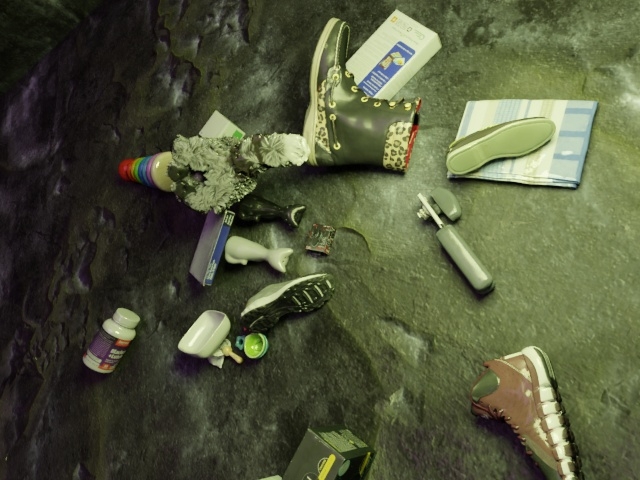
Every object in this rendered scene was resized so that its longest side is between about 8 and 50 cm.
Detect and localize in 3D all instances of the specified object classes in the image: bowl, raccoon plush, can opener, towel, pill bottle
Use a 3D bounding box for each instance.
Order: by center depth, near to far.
[{"bbox_3d":[0.303,-0.011,0.984,0.093,0.074,0.280,-34,59,16],"label":"can opener"},{"bbox_3d":[0.448,-0.225,0.999,0.285,0.034,0.209,11,79,33],"label":"towel"},{"bbox_3d":[-0.322,0.270,1.242,0.142,0.053,0.142,-1,45,48],"label":"bowl"},{"bbox_3d":[-0.218,-0.209,1.269,0.447,0.299,0.215,2,109,12],"label":"raccoon plush"},{"bbox_3d":[-0.677,0.323,1.436,0.108,0.108,0.193,32,91,35],"label":"pill bottle"}]

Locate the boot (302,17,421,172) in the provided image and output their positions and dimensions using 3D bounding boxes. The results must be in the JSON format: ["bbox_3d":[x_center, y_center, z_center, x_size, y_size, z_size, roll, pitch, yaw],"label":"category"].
[{"bbox_3d":[0.114,-0.360,1.125,0.285,0.138,0.376,12,95,18],"label":"boot"}]

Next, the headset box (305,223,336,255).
[{"bbox_3d":[0.000,0.000,1.189,0.062,0.032,0.083,10,77,33],"label":"headset box"}]

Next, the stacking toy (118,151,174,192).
[{"bbox_3d":[-0.634,-0.258,1.620,0.331,0.141,0.141,11,78,40],"label":"stacking toy"}]

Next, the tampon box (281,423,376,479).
[{"bbox_3d":[0.022,0.473,0.925,0.102,0.161,0.120,27,88,35],"label":"tampon box"}]

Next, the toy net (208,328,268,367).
[{"bbox_3d":[-0.239,0.283,1.223,0.232,0.045,0.122,-20,64,24],"label":"toy net"}]

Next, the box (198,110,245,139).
[{"bbox_3d":[-0.333,-0.362,1.488,0.101,0.087,0.102,-52,55,6],"label":"box"}]

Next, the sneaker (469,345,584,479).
[{"bbox_3d":[0.367,0.347,0.810,0.163,0.106,0.281,-21,52,29],"label":"sneaker"}]

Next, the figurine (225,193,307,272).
[{"bbox_3d":[-0.152,-0.018,1.260,0.210,0.092,0.214,10,79,29],"label":"figurine"}]

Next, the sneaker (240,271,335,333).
[{"bbox_3d":[-0.089,0.141,1.156,0.272,0.100,0.108,-24,31,13],"label":"sneaker"}]

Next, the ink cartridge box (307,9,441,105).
[{"bbox_3d":[0.146,-0.466,1.250,0.371,0.069,0.175,-43,57,8],"label":"ink cartridge box"}]

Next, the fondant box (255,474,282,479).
[{"bbox_3d":[-0.105,0.588,0.858,0.238,0.330,0.096,18,83,34],"label":"fondant box"}]

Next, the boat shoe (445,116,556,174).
[{"bbox_3d":[0.386,-0.220,0.964,0.228,0.081,0.068,-18,35,22],"label":"boat shoe"}]

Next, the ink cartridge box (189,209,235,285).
[{"bbox_3d":[-0.316,0.014,1.297,0.224,0.045,0.223,16,88,64],"label":"ink cartridge box"}]
